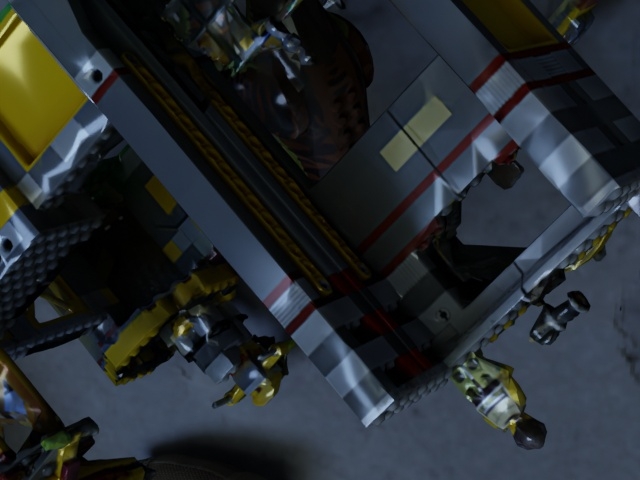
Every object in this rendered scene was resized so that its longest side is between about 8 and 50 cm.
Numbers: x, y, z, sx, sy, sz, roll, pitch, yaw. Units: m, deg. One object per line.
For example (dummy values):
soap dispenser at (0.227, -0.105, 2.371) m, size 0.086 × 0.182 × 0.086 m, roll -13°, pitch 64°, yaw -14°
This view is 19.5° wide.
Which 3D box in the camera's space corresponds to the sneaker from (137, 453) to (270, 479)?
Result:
sneaker at (-0.055, 0.175, 0.784) m, size 0.071 × 0.066 × 0.188 m, roll 16°, pitch 110°, yaw 28°

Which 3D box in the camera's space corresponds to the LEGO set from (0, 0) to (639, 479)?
LEGO set at (0.000, 0.000, 0.586) m, size 0.331 × 0.255 × 0.192 m, roll -44°, pitch 78°, yaw 18°
